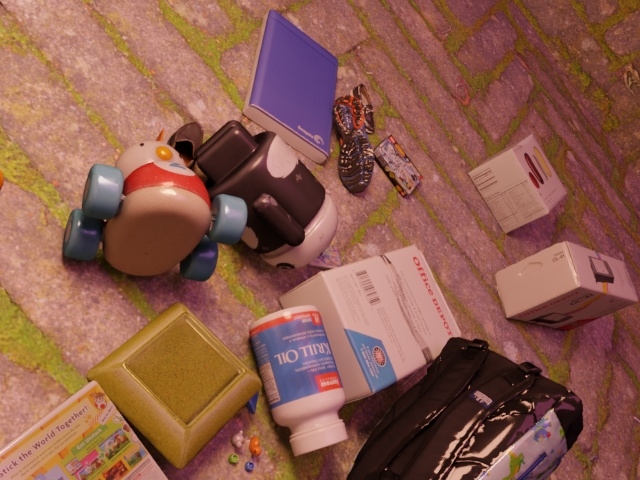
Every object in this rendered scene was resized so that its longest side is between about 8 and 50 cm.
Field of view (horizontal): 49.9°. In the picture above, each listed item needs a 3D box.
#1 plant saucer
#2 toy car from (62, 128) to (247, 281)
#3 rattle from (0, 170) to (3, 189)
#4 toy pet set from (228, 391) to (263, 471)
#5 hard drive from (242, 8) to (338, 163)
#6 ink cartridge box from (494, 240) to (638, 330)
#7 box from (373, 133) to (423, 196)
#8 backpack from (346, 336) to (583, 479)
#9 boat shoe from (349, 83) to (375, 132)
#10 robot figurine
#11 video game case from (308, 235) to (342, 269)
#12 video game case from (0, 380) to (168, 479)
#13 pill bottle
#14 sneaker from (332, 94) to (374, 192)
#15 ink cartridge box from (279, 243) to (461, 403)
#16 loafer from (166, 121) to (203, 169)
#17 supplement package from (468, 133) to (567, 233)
[{"bbox_3d":[-0.196,0.191,0.980,0.188,0.045,0.188,43,47,6],"label":"plant saucer"},{"bbox_3d":[-0.249,-0.087,1.037,0.219,0.210,0.238,12,52,-28],"label":"toy car"},{"bbox_3d":[-0.450,0.021,0.815,0.130,0.143,0.199,58,30,-30],"label":"rattle"},{"bbox_3d":[-0.122,0.270,1.041,0.122,0.065,0.114,34,45,-26],"label":"toy pet set"},{"bbox_3d":[-0.056,-0.345,1.517,0.210,0.040,0.318,31,47,-29],"label":"hard drive"},{"bbox_3d":[0.637,0.126,1.783,0.306,0.226,0.131,12,56,-39],"label":"ink cartridge box"},{"bbox_3d":[0.186,-0.182,1.672,0.137,0.027,0.094,52,42,-7],"label":"box"},{"bbox_3d":[0.215,0.368,1.136,0.355,0.290,0.273,-29,121,-30],"label":"backpack"},{"bbox_3d":[0.110,-0.323,1.675,0.046,0.038,0.125,3,64,-44],"label":"boat shoe"},{"bbox_3d":[-0.094,-0.074,1.202,0.278,0.173,0.209,47,43,-23],"label":"robot figurine"},{"bbox_3d":[0.000,0.000,1.379,0.087,0.011,0.122,11,59,-42],"label":"video game case"},{"bbox_3d":[-0.308,0.320,0.852,0.206,0.026,0.227,55,41,-4],"label":"video game case"},{"bbox_3d":[-0.030,0.227,1.117,0.124,0.124,0.221,-2,67,-46],"label":"pill bottle"},{"bbox_3d":[0.080,-0.211,1.541,0.087,0.083,0.221,46,40,-75],"label":"sneaker"},{"bbox_3d":[0.103,0.153,1.295,0.307,0.129,0.223,-14,76,-49],"label":"ink cartridge box"},{"bbox_3d":[-0.236,-0.154,1.197,0.062,0.061,0.170,36,44,-23],"label":"loafer"},{"bbox_3d":[0.562,-0.163,1.948,0.194,0.149,0.203,-33,92,-50],"label":"supplement package"}]
